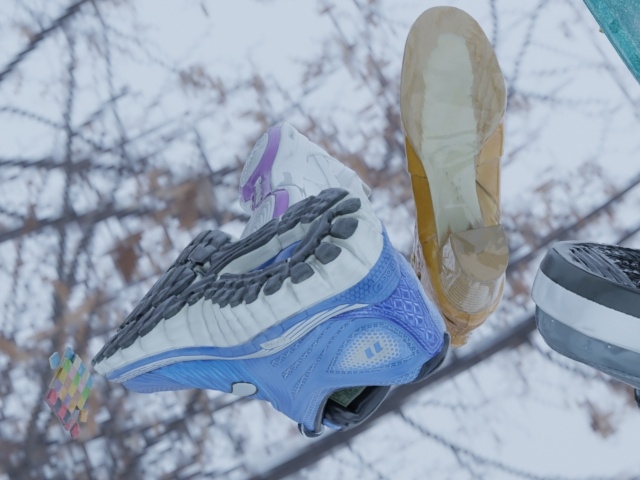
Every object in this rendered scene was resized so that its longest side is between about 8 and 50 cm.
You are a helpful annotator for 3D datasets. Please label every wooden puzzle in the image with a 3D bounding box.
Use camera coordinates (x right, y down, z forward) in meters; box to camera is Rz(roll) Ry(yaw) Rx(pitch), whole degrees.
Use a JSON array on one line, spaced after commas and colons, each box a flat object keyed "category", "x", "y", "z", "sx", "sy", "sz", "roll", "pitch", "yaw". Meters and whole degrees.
[{"category": "wooden puzzle", "x": -0.199, "y": 0.119, "z": 1.421, "sx": 0.006, "sy": 0.049, "sz": 0.083, "roll": 6, "pitch": -34, "yaw": 23}]

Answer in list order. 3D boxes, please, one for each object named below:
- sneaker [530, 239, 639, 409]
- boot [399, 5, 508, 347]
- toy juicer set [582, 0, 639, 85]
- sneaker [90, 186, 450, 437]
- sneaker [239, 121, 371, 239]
[{"category": "sneaker", "x": 0.191, "y": 0.120, "z": 0.805, "sx": 0.295, "sy": 0.124, "sz": 0.178, "roll": 21, "pitch": -79, "yaw": -23}, {"category": "boot", "x": 0.118, "y": -0.056, "z": 1.730, "sx": 0.104, "sy": 0.295, "sz": 0.211, "roll": -5, "pitch": -17, "yaw": -9}, {"category": "toy juicer set", "x": 0.135, "y": -0.123, "z": 0.691, "sx": 0.089, "sy": 0.209, "sz": 0.329, "roll": -34, "pitch": -65, "yaw": 11}, {"category": "sneaker", "x": -0.035, "y": 0.073, "z": 1.178, "sx": 0.147, "sy": 0.330, "sz": 0.130, "roll": 47, "pitch": -118, "yaw": -16}, {"category": "sneaker", "x": 0.000, "y": 0.000, "z": 1.654, "sx": 0.152, "sy": 0.305, "sz": 0.114, "roll": 28, "pitch": -60, "yaw": -16}]
